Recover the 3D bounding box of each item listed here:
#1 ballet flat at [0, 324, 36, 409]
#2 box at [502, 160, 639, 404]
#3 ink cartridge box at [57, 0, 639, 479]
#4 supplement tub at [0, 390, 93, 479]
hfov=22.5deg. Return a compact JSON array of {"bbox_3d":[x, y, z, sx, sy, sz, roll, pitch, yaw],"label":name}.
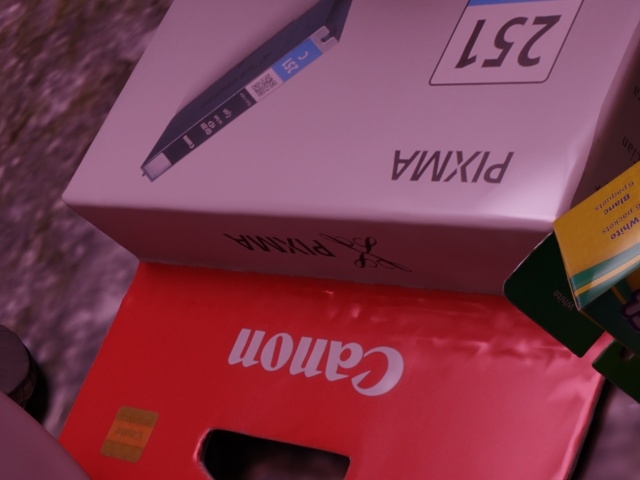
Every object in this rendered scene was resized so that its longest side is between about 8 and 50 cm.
[{"bbox_3d":[-0.237,0.085,0.946,0.084,0.058,0.250,-29,22,-35],"label":"ballet flat"},{"bbox_3d":[0.150,-0.004,0.460,0.179,0.105,0.043,-37,35,26],"label":"box"},{"bbox_3d":[0.000,0.000,0.665,0.296,0.066,0.261,3,61,46],"label":"ink cartridge box"},{"bbox_3d":[-0.241,0.211,0.639,0.325,0.235,0.235,-45,32,12],"label":"supplement tub"}]
